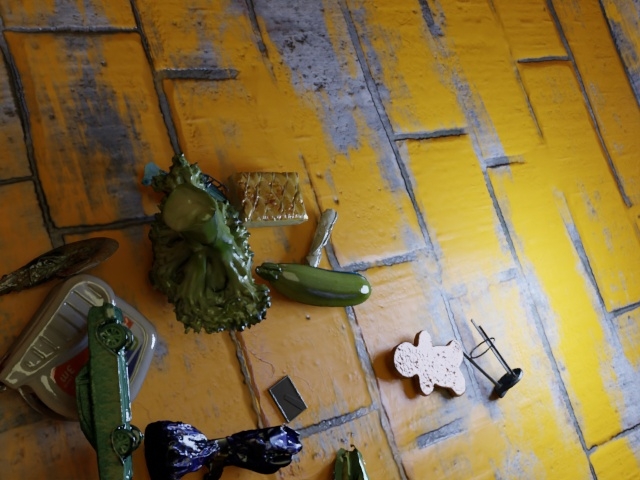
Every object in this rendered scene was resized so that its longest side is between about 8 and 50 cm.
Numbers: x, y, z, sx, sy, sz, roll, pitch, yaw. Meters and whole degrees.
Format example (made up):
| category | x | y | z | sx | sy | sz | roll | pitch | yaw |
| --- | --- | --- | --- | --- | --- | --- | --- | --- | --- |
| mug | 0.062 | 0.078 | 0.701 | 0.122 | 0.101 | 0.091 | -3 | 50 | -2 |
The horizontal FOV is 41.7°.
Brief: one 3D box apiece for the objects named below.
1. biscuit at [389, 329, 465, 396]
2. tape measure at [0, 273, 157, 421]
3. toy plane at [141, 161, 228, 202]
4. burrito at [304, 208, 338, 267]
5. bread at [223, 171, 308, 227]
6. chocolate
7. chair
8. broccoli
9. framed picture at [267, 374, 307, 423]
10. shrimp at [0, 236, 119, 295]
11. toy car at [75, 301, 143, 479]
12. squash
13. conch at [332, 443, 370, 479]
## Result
| category | x | y | z | sx | sy | sz | roll | pitch | yaw |
| --- | --- | --- | --- | --- | --- | --- | --- | --- | --- |
| biscuit | 0.266 | 0.311 | 2.117 | 0.250 | 0.036 | 0.165 | 11 | 68 | -36 |
| tape measure | -0.454 | 0.212 | 1.567 | 0.265 | 0.130 | 0.258 | 43 | 55 | -22 |
| toy plane | -0.288 | -0.109 | 1.864 | 0.235 | 0.060 | 0.096 | 33 | 69 | -27 |
| burrito | 0.000 | 0.000 | 2.036 | 0.041 | 0.045 | 0.185 | 23 | 60 | -3 |
| bread | -0.126 | -0.097 | 1.967 | 0.188 | 0.068 | 0.125 | -4 | 74 | -38 |
| chocolate | -0.191 | 0.425 | 1.690 | 0.343 | 0.126 | 0.148 | 9 | 106 | -37 |
| chair | 0.455 | 0.314 | 2.217 | 0.104 | 0.095 | 0.221 | -43 | 100 | -27 |
| broccoli | -0.220 | 0.033 | 1.657 | 0.275 | 0.397 | 0.353 | -45 | 110 | -12 |
| framed picture | -0.072 | 0.352 | 1.868 | 0.066 | 0.006 | 0.089 | -34 | 94 | -40 |
| shrimp | -0.498 | 0.049 | 1.597 | 0.251 | 0.143 | 0.052 | -32 | 115 | -30 |
| toy car | -0.369 | 0.270 | 1.455 | 0.097 | 0.141 | 0.321 | -6 | 82 | -7 |
| squash | -0.017 | 0.107 | 1.953 | 0.341 | 0.094 | 0.095 | 11 | 66 | -37 |
| conch | 0.063 | 0.534 | 1.858 | 0.105 | 0.079 | 0.170 | 16 | 48 | -38 |
